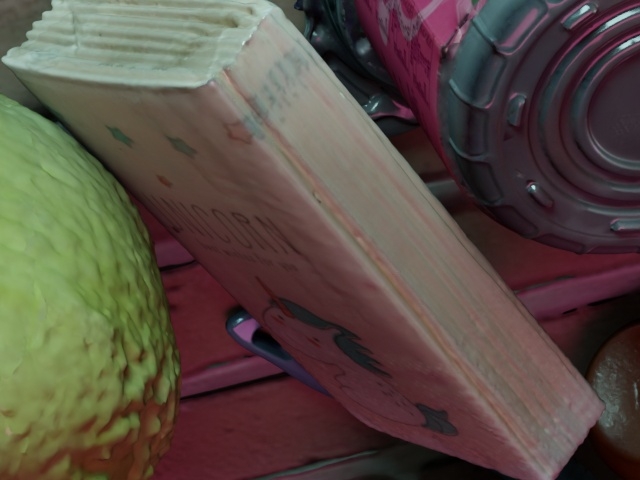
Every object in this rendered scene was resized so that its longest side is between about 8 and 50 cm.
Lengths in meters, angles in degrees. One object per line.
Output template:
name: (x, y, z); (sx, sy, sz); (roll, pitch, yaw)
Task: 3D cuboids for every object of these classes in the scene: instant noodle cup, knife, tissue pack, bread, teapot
instant noodle cup: (0.129, -0.110, 0.785); (0.258, 0.181, 0.302); (24, 119, -30)
knife: (0.067, 0.105, 1.054); (0.313, 0.019, 0.044); (30, 105, -32)
tissue pack: (0.000, 0.000, 0.858); (0.071, 0.170, 0.325); (-55, 128, -17)
bread: (-0.231, 0.069, 0.806); (0.321, 0.237, 0.320); (1, 137, 1)
teapot: (0.216, 0.103, 1.035); (0.173, 0.116, 0.116); (-12, 134, 27)
